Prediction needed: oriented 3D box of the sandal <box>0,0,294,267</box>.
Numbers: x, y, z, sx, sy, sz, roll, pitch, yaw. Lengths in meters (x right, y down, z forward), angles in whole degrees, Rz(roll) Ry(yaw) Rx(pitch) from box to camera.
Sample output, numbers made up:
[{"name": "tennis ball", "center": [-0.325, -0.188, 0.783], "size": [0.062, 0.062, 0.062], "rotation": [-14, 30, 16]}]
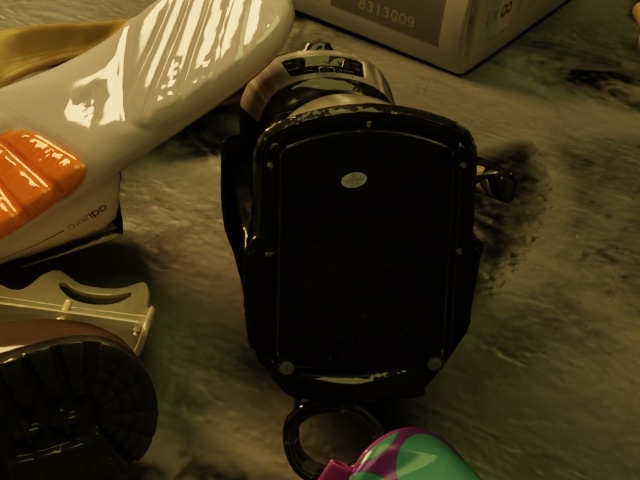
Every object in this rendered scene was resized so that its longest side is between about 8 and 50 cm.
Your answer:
[{"name": "sandal", "center": [-0.117, -0.044, 0.641], "size": [0.265, 0.076, 0.102], "rotation": [-26, 51, 14]}]

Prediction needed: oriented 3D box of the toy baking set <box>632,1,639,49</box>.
[{"name": "toy baking set", "center": [0.332, -0.132, 0.911], "size": [0.196, 0.030, 0.256], "rotation": [2, 42, -16]}]

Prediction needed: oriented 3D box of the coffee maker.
[{"name": "coffee maker", "center": [0.000, 0.000, 0.593], "size": [0.120, 0.171, 0.178], "rotation": [23, 12, -12]}]

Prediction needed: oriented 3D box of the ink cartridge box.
[{"name": "ink cartridge box", "center": [0.088, -0.294, 1.046], "size": [0.308, 0.091, 0.385], "rotation": [25, 41, 25]}]

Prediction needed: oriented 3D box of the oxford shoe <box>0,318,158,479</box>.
[{"name": "oxford shoe", "center": [-0.186, 0.083, 0.512], "size": [0.227, 0.083, 0.096], "rotation": [-7, 12, -12]}]

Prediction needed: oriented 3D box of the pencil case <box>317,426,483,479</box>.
[{"name": "pencil case", "center": [0.063, 0.140, 0.460], "size": [0.070, 0.064, 0.152], "rotation": [9, 26, -41]}]

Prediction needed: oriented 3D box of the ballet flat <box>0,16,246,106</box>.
[{"name": "ballet flat", "center": [-0.144, -0.096, 0.753], "size": [0.232, 0.080, 0.073], "rotation": [-19, 58, -29]}]

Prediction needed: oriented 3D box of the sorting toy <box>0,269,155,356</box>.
[{"name": "sorting toy", "center": [-0.119, 0.037, 0.601], "size": [0.083, 0.045, 0.075], "rotation": [8, 28, 3]}]
